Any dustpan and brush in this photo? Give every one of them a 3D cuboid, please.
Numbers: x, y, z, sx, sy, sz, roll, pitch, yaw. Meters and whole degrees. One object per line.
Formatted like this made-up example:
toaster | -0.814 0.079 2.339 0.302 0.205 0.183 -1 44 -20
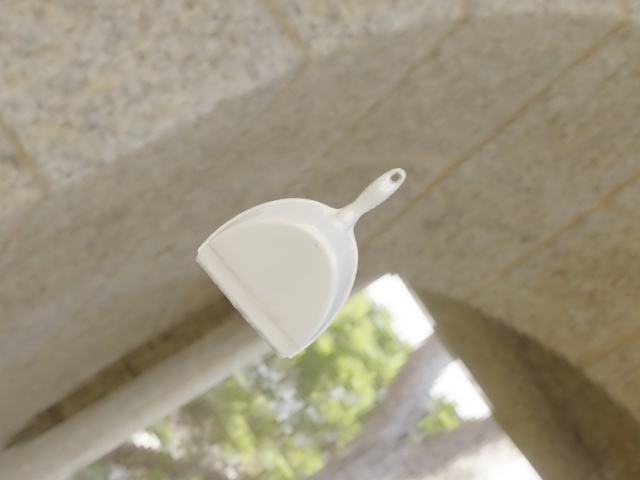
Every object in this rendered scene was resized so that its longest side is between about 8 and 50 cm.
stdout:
dustpan and brush | 0.000 0.000 1.885 0.211 0.060 0.147 -39 -87 26
